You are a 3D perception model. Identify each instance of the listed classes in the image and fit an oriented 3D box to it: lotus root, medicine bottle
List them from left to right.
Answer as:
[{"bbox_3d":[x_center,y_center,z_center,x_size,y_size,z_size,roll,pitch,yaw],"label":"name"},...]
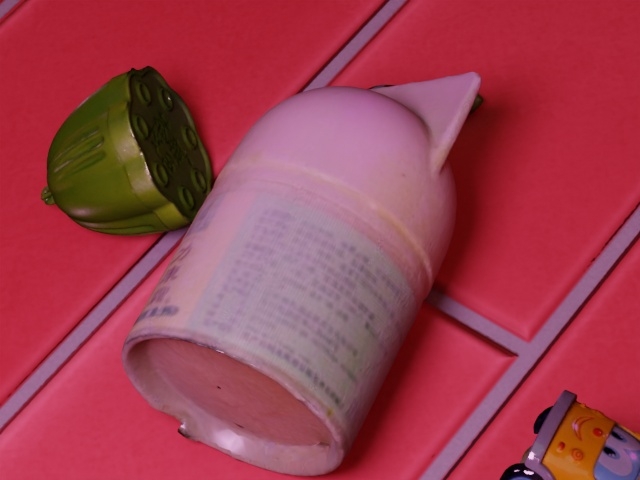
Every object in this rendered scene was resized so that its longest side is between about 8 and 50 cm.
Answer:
[{"bbox_3d":[-0.225,-0.073,1.857,0.186,0.186,0.186,-4,54,6],"label":"lotus root"},{"bbox_3d":[0.000,0.000,1.706,0.235,0.236,0.406,17,60,20],"label":"medicine bottle"}]

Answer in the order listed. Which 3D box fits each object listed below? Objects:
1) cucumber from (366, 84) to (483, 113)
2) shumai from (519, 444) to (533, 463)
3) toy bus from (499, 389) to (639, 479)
[{"bbox_3d":[0.100,-0.152,1.921,0.155,0.037,0.037,3,56,12],"label":"cucumber"},{"bbox_3d":[0.243,0.204,1.614,0.123,0.087,0.099,12,56,15],"label":"shumai"},{"bbox_3d":[0.218,0.245,1.517,0.136,0.210,0.126,23,31,14],"label":"toy bus"}]
